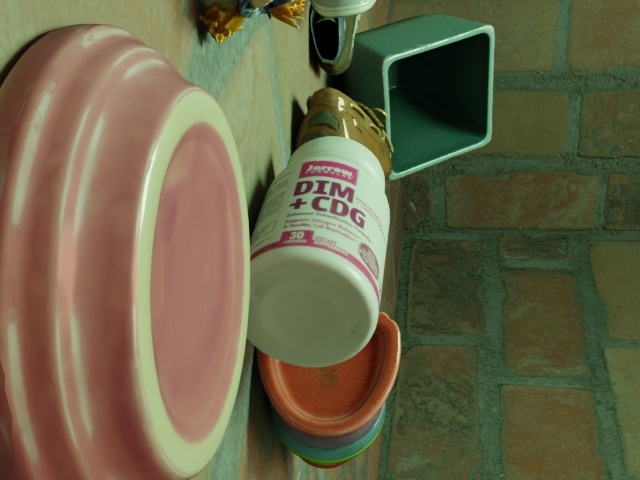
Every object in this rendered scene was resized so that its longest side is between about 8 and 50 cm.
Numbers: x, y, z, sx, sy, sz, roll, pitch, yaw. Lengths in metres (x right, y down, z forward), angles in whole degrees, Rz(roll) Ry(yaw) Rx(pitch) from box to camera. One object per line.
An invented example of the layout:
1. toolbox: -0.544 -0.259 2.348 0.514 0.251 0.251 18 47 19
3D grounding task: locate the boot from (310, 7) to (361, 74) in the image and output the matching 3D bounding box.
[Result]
1. boot: 0.028 -0.385 1.425 0.106 0.082 0.219 -54 145 -79

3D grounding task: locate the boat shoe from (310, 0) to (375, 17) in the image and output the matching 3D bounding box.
1. boat shoe: 0.028 -0.468 1.347 0.103 0.118 0.320 69 18 -50

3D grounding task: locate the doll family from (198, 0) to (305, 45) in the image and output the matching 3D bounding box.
1. doll family: -0.036 -0.255 0.828 0.118 0.163 0.263 60 18 -21

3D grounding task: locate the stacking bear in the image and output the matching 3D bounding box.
1. stacking bear: 0.009 0.223 1.158 0.289 0.175 0.164 89 4 -62

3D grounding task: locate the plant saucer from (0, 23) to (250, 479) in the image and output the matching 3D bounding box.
1. plant saucer: -0.114 0.027 0.574 0.332 0.084 0.332 1 90 -80

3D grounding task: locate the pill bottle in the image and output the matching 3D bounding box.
1. pill bottle: 0.000 0.000 1.033 0.283 0.160 0.160 -78 165 -54

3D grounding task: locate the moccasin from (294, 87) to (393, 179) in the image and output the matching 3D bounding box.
1. moccasin: 0.043 -0.175 1.424 0.380 0.139 0.147 7 92 -71

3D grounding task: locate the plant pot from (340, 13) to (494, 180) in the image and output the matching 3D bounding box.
1. plant pot: 0.161 -0.306 1.689 0.252 0.247 0.247 42 -33 48
